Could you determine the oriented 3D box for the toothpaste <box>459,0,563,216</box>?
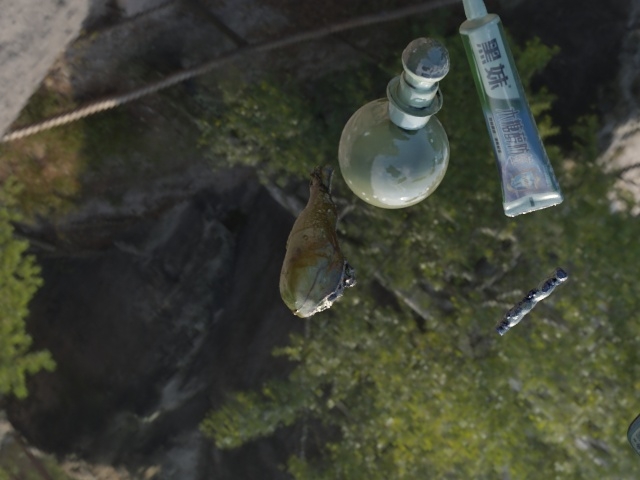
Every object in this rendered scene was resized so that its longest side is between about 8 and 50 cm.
[{"bbox_3d":[0.289,-0.210,1.566,0.098,0.061,0.392,-15,117,16],"label":"toothpaste"}]

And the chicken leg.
[{"bbox_3d":[0.000,0.000,1.030,0.070,0.178,0.093,-18,141,25],"label":"chicken leg"}]

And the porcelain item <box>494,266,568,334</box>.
[{"bbox_3d":[0.281,0.091,1.373,0.136,0.021,0.075,-49,168,31],"label":"porcelain item"}]

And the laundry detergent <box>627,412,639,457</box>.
[{"bbox_3d":[0.476,0.231,1.287,0.061,0.097,0.206,-24,154,-25],"label":"laundry detergent"}]

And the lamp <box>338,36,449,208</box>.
[{"bbox_3d":[0.066,-0.096,0.776,0.091,0.091,0.163,-32,156,-28],"label":"lamp"}]
